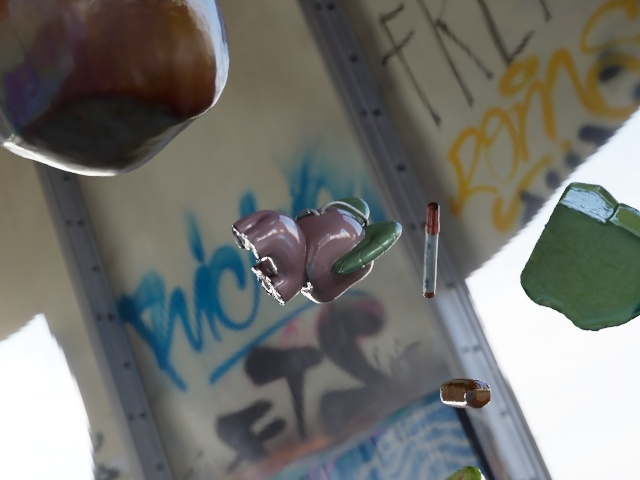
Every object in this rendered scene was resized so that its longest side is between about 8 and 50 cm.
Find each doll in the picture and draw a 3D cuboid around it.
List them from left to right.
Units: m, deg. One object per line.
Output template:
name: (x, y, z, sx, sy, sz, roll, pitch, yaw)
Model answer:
doll: (0.000, 0.000, 2.278, 0.268, 0.216, 0.284, -33, 27, -12)

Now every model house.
model house: (0.463, 0.020, 1.968, 0.189, 0.214, 0.195, -49, -19, -57)

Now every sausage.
sausage: (0.201, 0.212, 1.662, 0.039, 0.041, 0.131, 6, -7, -10)

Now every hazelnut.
hazelnut: (-0.282, -0.254, 1.461, 0.366, 0.366, 0.366, -19, -20, -7)

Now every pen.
pen: (0.218, 0.022, 2.369, 0.028, 0.028, 0.239, -16, -46, -16)

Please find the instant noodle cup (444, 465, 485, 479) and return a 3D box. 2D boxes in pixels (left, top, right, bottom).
instant noodle cup: (0.127, 0.364, 0.932, 0.311, 0.221, 0.311, -56, 0, 0)
